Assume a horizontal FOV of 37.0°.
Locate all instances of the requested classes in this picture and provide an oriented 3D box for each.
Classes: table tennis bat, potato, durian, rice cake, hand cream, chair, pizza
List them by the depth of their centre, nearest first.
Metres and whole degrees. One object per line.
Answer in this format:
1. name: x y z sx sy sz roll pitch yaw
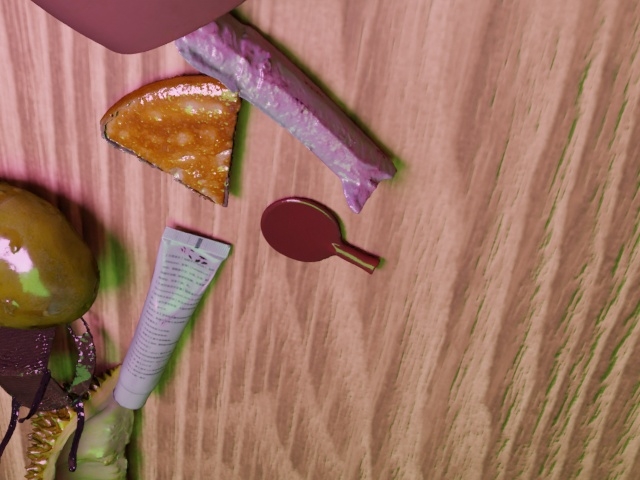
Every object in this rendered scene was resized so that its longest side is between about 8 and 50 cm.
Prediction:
1. rice cake: -0.034 -0.141 0.997 0.290 0.081 0.051 41 140 -23
2. pizza: -0.136 -0.113 1.075 0.185 0.036 0.176 -22 125 27
3. table tennis bat: 0.000 0.000 1.160 0.155 0.019 0.098 26 132 -8
4. potato: -0.390 0.015 1.178 0.253 0.148 0.186 25 117 0
5. hand cream: -0.213 0.113 1.281 0.085 0.058 0.331 20 130 -10
6. chair: -0.399 0.188 1.311 0.174 0.213 0.149 -2 146 15
7. durian: -0.367 0.349 1.474 0.170 0.157 0.355 -2 134 -8

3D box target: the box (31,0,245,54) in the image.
1. box: -0.147 -0.301 0.751 0.301 0.301 0.216 -17 133 26
